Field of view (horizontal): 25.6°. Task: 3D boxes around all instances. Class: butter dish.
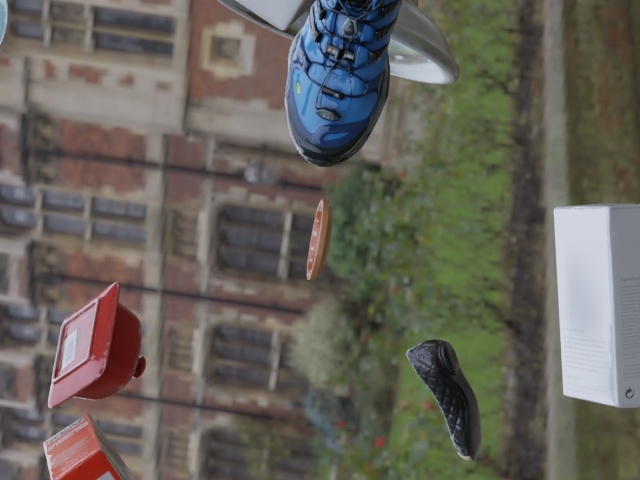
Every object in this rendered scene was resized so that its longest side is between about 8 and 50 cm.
[{"bbox_3d":[-0.307,0.166,2.037,0.160,0.118,0.160,-32,42,40],"label":"butter dish"}]

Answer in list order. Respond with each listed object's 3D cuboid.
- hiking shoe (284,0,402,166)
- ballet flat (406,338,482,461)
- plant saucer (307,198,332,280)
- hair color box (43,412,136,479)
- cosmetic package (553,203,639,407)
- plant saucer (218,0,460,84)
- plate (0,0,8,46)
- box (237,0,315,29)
[{"bbox_3d":[0.025,-0.226,1.421,0.132,0.113,0.304,13,-88,-81],"label":"hiking shoe"},{"bbox_3d":[0.149,0.185,1.636,0.173,0.049,0.057,68,-150,-25],"label":"ballet flat"},{"bbox_3d":[0.000,0.000,1.432,0.083,0.013,0.083,-170,90,-84],"label":"plant saucer"},{"bbox_3d":[-0.190,0.212,1.213,0.093,0.053,0.167,57,170,-11],"label":"hair color box"},{"bbox_3d":[0.341,0.072,1.643,0.117,0.085,0.231,-175,83,-66],"label":"cosmetic package"},{"bbox_3d":[0.029,-0.346,2.069,0.400,0.400,0.101,40,-110,-87],"label":"plant saucer"},{"bbox_3d":[-0.491,-0.289,1.814,0.024,0.188,0.188,6,-87,-86],"label":"plate"},{"bbox_3d":[-0.036,-0.232,1.084,0.087,0.102,0.101,-57,1,26],"label":"box"}]
